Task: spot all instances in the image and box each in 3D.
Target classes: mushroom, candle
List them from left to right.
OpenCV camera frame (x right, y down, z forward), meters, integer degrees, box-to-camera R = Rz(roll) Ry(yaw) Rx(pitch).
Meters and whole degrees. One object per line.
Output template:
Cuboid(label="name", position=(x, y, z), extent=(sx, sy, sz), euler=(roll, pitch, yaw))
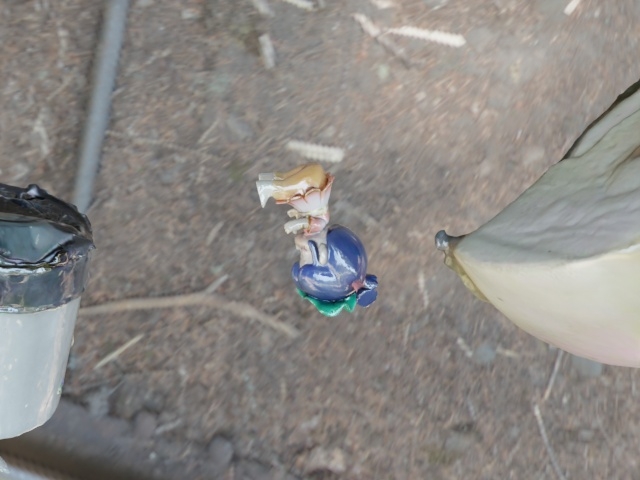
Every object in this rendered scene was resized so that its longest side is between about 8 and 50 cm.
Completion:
Cuboid(label="candle", position=(-0.330, 0.103, 1.321), extent=(0.187, 0.187, 0.330), euler=(19, 116, 8))
Cuboid(label="mushroom", position=(0.227, 0.000, 0.777), extent=(0.236, 0.173, 0.162), euler=(-41, 113, -7))

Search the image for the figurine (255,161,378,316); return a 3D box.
Cuboid(label="figurine", position=(0.000, 0.000, 1.637), extent=(0.102, 0.111, 0.195), euler=(-17, 106, 11))
